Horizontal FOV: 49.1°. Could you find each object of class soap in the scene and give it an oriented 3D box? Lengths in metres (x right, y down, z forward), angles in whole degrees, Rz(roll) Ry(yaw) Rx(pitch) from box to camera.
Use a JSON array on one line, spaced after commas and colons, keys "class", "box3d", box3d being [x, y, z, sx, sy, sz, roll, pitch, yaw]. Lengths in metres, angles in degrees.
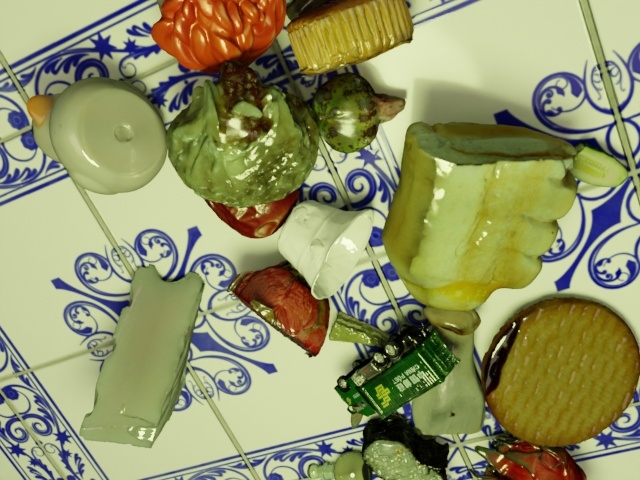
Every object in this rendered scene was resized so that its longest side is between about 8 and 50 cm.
[{"class": "soap", "box3d": [-0.361, 0.238, 1.432, 0.159, 0.257, 0.302, 15, 117, 4]}]

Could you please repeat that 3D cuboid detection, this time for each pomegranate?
[{"class": "pomegranate", "box3d": [0.064, -0.221, 1.205, 0.163, 0.125, 0.138, -7, 102, 12]}]

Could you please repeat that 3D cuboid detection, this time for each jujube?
[{"class": "jujube", "box3d": [-0.148, -0.111, 1.289, 0.230, 0.155, 0.155, 46, 115, -2]}]

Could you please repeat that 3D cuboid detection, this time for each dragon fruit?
[{"class": "dragon fruit", "box3d": [-0.055, 0.110, 1.370, 0.148, 0.218, 0.224, -51, 123, -9]}, {"class": "dragon fruit", "box3d": [0.438, 0.497, 1.461, 0.274, 0.192, 0.193, 42, 93, -1]}]

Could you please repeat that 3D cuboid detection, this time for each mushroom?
[{"class": "mushroom", "box3d": [0.268, 0.261, 1.427, 0.159, 0.122, 0.328, -13, 120, -24]}]

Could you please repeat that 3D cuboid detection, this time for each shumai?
[{"class": "shumai", "box3d": [-0.126, -0.164, 1.120, 0.256, 0.218, 0.189, -11, 79, -4]}]

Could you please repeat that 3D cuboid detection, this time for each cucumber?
[{"class": "cucumber", "box3d": [0.484, -0.131, 1.227, 0.108, 0.035, 0.067, 24, 128, -11]}]

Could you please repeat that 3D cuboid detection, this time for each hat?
[{"class": "hat", "box3d": [0.000, 0.000, 1.314, 0.126, 0.203, 0.203, 31, 120, 20]}]

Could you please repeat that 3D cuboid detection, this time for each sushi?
[{"class": "sushi", "box3d": [0.192, 0.467, 1.528, 0.212, 0.115, 0.147, 41, 119, -12]}]

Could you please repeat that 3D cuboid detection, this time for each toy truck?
[{"class": "toy truck", "box3d": [0.139, 0.262, 1.376, 0.121, 0.088, 0.259, 50, 134, 6]}]

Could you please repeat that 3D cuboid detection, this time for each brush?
[{"class": "brush", "box3d": [0.091, 0.342, 1.536, 0.070, 0.021, 0.196, 14, 118, 5]}]

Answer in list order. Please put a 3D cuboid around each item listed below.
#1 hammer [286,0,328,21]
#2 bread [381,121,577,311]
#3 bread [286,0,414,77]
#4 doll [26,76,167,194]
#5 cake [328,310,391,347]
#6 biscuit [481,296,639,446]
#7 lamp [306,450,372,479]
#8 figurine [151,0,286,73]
[{"class": "hammer", "box3d": [0.088, -0.470, 1.127, 0.365, 0.043, 0.111, -32, 107, 24]}, {"class": "bread", "box3d": [0.254, -0.045, 1.216, 0.301, 0.210, 0.341, -3, 124, -14]}, {"class": "bread", "box3d": [0.045, -0.338, 1.116, 0.199, 0.199, 0.104, -14, 108, 16]}, {"class": "doll", "box3d": [-0.415, -0.191, 1.288, 0.251, 0.221, 0.221, 28, 121, -36]}, {"class": "cake", "box3d": [0.088, 0.186, 1.443, 0.140, 0.051, 0.055, 9, 115, 3]}, {"class": "biscuit", "box3d": [0.474, 0.261, 1.381, 0.318, 0.040, 0.317, -1, 106, -2]}, {"class": "lamp", "box3d": [0.039, 0.532, 1.612, 0.163, 0.091, 0.091, -11, 114, 33]}, {"class": "figurine", "box3d": [-0.213, -0.469, 1.093, 0.306, 0.241, 0.412, -43, 92, 16]}]
